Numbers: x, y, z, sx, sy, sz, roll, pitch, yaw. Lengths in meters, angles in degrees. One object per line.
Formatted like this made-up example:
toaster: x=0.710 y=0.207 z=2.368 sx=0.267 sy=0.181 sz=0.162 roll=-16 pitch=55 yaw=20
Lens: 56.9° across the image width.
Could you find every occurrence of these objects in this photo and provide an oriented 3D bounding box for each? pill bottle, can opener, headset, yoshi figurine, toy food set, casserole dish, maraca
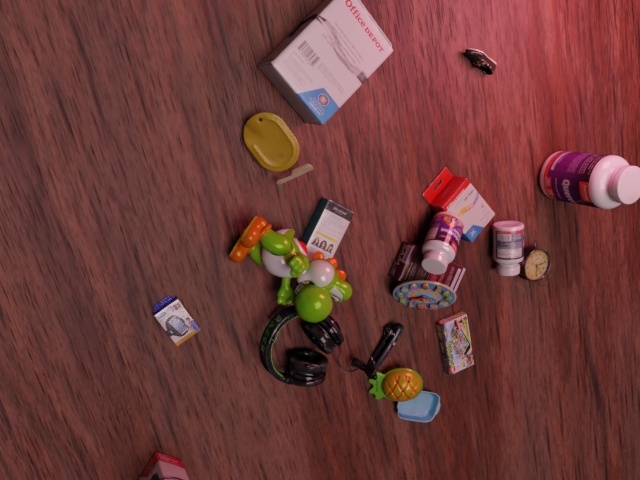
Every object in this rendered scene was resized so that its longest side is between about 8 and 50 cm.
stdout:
pill bottle: x=0.388 y=0.010 z=1.896 sx=0.108 sy=0.108 sz=0.193 roll=45 pitch=52 yaw=-26
pill bottle: x=0.664 y=0.028 z=2.091 sx=0.108 sy=0.108 sz=0.180 roll=-11 pitch=107 yaw=-22
can opener: x=0.222 y=0.360 z=1.990 sx=0.073 sy=0.059 sz=0.186 roll=33 pitch=87 yaw=-28
headset: x=0.001 y=0.347 z=1.815 sx=0.394 sy=0.185 sz=0.243 roll=26 pitch=91 yaw=-38
yoshi figurine: x=-0.084 y=0.104 z=1.671 sx=0.362 sy=0.203 sz=0.203 roll=32 pitch=103 yaw=-9
toy food set: x=-0.128 y=-0.272 z=1.687 sx=0.128 sy=0.071 sz=0.218 roll=-31 pitch=113 yaw=11
casserole dish: x=0.345 y=0.586 z=2.112 sx=0.188 sy=0.037 sz=0.114 roll=16 pitch=95 yaw=-26
pill bottle: x=0.932 y=-0.209 z=2.038 sx=0.181 sy=0.323 sz=0.182 roll=-5 pitch=104 yaw=-23
maraca: x=0.257 y=0.494 z=2.021 sx=0.185 sy=0.099 sz=0.127 roll=-3 pitch=102 yaw=3

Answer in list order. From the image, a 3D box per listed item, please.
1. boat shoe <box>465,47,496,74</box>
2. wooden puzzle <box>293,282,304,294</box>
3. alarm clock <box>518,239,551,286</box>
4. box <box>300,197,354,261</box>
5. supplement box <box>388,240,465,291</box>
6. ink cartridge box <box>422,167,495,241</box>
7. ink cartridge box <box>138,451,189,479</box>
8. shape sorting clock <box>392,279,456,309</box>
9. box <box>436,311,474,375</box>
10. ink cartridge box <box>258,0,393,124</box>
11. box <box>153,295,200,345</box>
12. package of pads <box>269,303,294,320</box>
boat shoe: x=0.518 y=-0.581 z=1.916 sx=0.133 sy=0.049 sz=0.042 roll=21 pitch=85 yaw=-31
wooden puzzle: x=-0.058 y=0.156 z=1.844 sx=0.049 sy=0.006 sz=0.083 roll=36 pitch=86 yaw=-27
alarm clock: x=0.795 y=0.100 z=2.192 sx=0.129 sy=0.064 sz=0.192 roll=-42 pitch=113 yaw=-11
box: x=0.000 y=0.000 z=1.805 sx=0.100 sy=0.060 sz=0.244 roll=27 pitch=90 yaw=-27
supplement box: x=0.360 y=0.106 z=1.988 sx=0.239 sy=0.073 sz=0.130 roll=24 pitch=91 yaw=-28
ink cartridge box: x=0.464 y=-0.120 z=1.981 sx=0.231 sy=0.078 sz=0.134 roll=44 pitch=82 yaw=-26
ink cartridge box: x=-0.451 y=0.743 z=1.669 sx=0.100 sy=0.237 sz=0.172 roll=32 pitch=87 yaw=-27
shape sorting clock: x=0.340 y=0.183 z=1.938 sx=0.206 sy=0.206 sz=0.040 roll=22 pitch=61 yaw=-27
box: x=0.486 y=0.371 z=2.127 sx=0.114 sy=0.036 sz=0.207 roll=-20 pitch=109 yaw=-19
ink cartridge box: x=0.017 y=-0.512 z=1.656 sx=0.307 sy=0.129 sz=0.223 roll=-47 pitch=116 yaw=-8
box: x=-0.414 y=0.226 z=1.686 sx=0.081 sy=0.028 sz=0.136 roll=-36 pitch=116 yaw=-13
package of pads: x=-0.115 y=0.223 z=1.809 sx=0.083 sy=0.050 sz=0.032 roll=-48 pitch=116 yaw=-8
